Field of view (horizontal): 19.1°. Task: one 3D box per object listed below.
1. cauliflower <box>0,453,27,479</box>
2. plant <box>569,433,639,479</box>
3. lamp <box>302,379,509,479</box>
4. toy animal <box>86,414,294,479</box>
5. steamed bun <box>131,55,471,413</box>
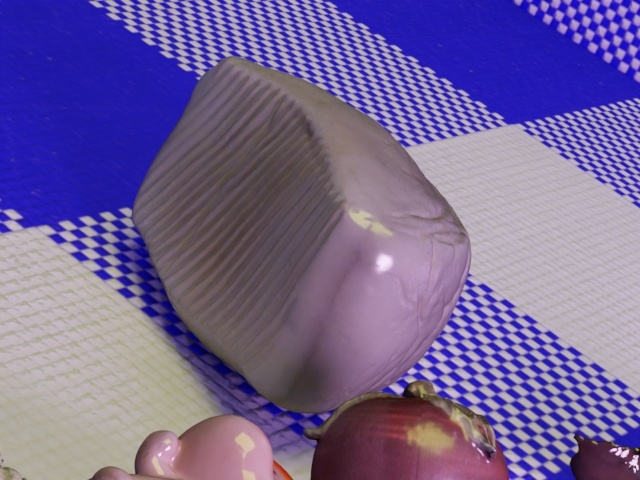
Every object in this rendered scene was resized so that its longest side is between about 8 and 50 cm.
[{"bbox_3d":[-0.264,0.245,1.087,0.260,0.281,0.327,-5,58,-11],"label":"cauliflower"},{"bbox_3d":[0.367,0.244,1.714,0.234,0.178,0.204,29,33,34],"label":"plant"},{"bbox_3d":[0.071,0.200,1.417,0.151,0.215,0.223,-9,66,-3],"label":"lamp"},{"bbox_3d":[-0.085,0.219,1.354,0.171,0.171,0.198,40,32,29],"label":"toy animal"},{"bbox_3d":[0.004,0.003,1.770,0.236,0.247,0.383,22,16,-36],"label":"steamed bun"}]
